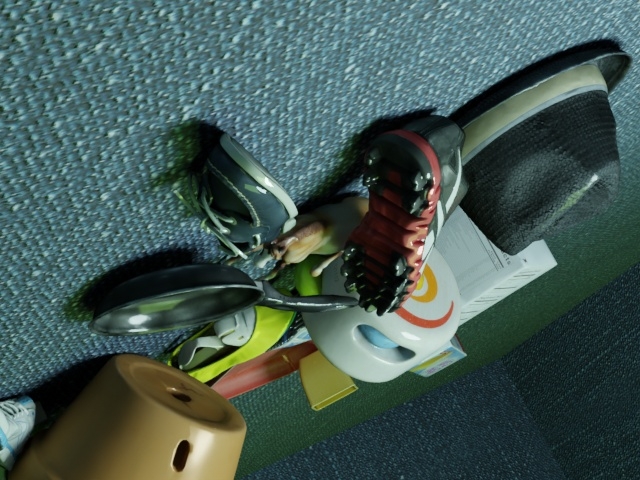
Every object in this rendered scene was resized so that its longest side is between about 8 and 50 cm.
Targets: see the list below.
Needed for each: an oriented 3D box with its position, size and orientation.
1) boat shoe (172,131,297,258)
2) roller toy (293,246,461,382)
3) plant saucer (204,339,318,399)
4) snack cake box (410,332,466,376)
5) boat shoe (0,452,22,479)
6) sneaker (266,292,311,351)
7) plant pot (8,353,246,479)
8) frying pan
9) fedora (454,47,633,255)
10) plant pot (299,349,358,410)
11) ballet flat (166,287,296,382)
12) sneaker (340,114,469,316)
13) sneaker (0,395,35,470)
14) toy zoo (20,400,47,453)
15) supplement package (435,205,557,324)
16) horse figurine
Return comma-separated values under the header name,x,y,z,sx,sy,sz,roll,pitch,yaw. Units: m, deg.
name,x,y,z,sx,sy,sz,roll,pitch,yaw
boat shoe,-0.078,-0.035,1.209,0.079,0.095,0.254,-39,177,-4
roller toy,0.086,0.077,1.736,0.209,0.191,0.146,-14,161,-47
plant saucer,-0.091,0.185,2.113,0.259,0.048,0.258,-19,164,-37
snack cake box,0.169,0.143,2.250,0.089,0.152,0.264,-29,166,7
boat shoe,-0.323,0.364,1.868,0.099,0.116,0.319,-23,143,23
sneaker,-0.016,0.104,1.913,0.211,0.080,0.081,-18,173,-2
plant pot,-0.230,0.282,1.706,0.204,0.291,0.291,-62,160,8
frying pan,-0.098,0.057,1.459,0.326,0.053,0.197,-10,167,-13
fedora,0.264,-0.086,1.569,0.334,0.153,0.334,-27,167,-7
plant pot,0.005,0.225,2.171,0.081,0.083,0.081,-28,168,0
ballet flat,-0.129,0.134,1.797,0.077,0.077,0.231,10,145,-43
sneaker,0.099,-0.030,1.455,0.135,0.097,0.276,-41,154,-38
sneaker,-0.392,0.219,1.624,0.083,0.071,0.191,-50,172,-21
toy zoo,-0.486,0.312,1.823,0.192,0.030,0.293,-22,166,-24
supplement package,0.204,0.043,1.964,0.244,0.139,0.134,-34,164,27
horse figurine,0.000,0.000,1.549,0.263,0.066,0.174,-11,162,-38
